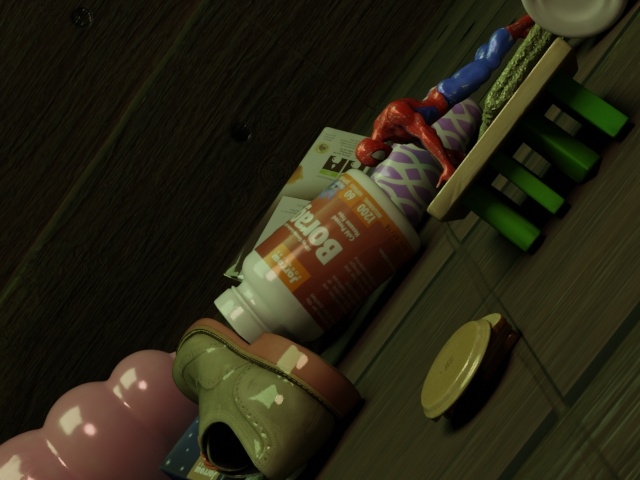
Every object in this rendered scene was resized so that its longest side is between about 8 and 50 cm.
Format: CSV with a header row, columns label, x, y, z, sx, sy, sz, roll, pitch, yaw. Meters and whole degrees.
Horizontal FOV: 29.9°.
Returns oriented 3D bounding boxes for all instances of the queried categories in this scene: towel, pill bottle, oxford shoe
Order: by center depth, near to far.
label,x,y,z,sx,sy,sz,roll,pitch,yaw
oxford shoe,-0.094,0.163,1.204,0.130,0.123,0.348,-55,17,-17
pill bottle,0.272,-0.291,1.217,0.108,0.108,0.180,-49,7,42
towel,0.211,-0.167,1.256,0.148,0.027,0.110,-54,-16,-20
pill bottle,-0.006,0.032,1.310,0.216,0.121,0.121,-41,5,-4

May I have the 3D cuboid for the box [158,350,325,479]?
label,x,y,z,sx,sy,sz,roll,pitch,yaw
box,-0.095,0.213,1.337,0.136,0.036,0.225,0,48,55

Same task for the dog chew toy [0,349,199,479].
label,x,y,z,sx,sy,sz,roll,pitch,yaw
dog chew toy,-0.271,0.270,1.471,0.332,0.206,0.206,-47,5,-5

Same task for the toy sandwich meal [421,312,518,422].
label,x,y,z,sx,sy,sz,roll,pitch,yaw
toy sandwich meal,0.100,0.088,0.811,0.086,0.029,0.085,-56,9,13

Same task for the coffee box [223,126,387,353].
label,x,y,z,sx,sy,sz,roll,pitch,yaw
coffee box,0.000,0.000,1.495,0.246,0.098,0.141,-57,-34,-26

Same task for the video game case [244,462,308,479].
label,x,y,z,sx,sy,sz,roll,pitch,yaw
video game case,-0.046,0.232,1.187,0.087,0.011,0.122,-47,6,4

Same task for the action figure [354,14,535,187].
label,x,y,z,sx,sy,sz,roll,pitch,yaw
action figure,0.170,-0.138,1.344,0.280,0.139,0.091,-33,-3,-16

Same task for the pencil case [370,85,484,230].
label,x,y,z,sx,sy,sz,roll,pitch,yaw
pencil case,0.119,-0.089,1.442,0.206,0.086,0.088,-55,-17,-17

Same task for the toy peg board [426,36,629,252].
label,x,y,z,sx,sy,sz,roll,pitch,yaw
toy peg board,0.173,-0.064,0.954,0.161,0.079,0.160,-53,-10,9
